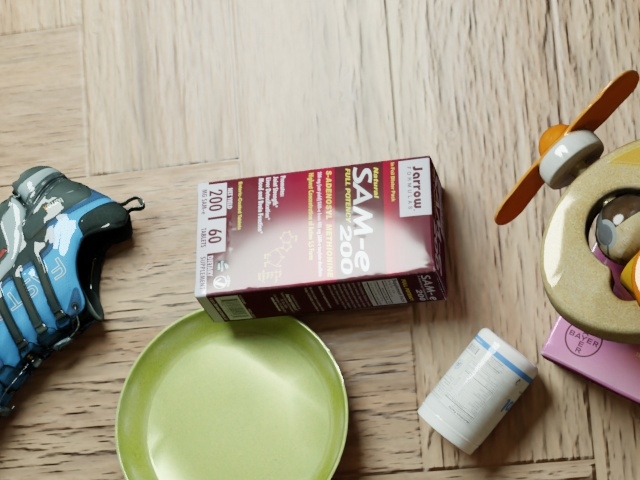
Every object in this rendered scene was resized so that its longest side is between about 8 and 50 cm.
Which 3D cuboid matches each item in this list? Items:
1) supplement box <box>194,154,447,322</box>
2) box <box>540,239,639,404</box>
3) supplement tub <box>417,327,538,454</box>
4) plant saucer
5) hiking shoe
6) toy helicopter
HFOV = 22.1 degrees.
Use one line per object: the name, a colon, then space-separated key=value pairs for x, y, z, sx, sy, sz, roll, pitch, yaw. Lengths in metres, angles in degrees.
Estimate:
supplement box: x=0.000 y=0.000 z=1.615 sx=0.239 sy=0.073 sz=0.130 roll=-7 pitch=63 yaw=11
box: x=0.356 y=0.049 z=1.521 sx=0.213 sy=0.117 sz=0.243 roll=27 pitch=89 yaw=15
supplement tub: x=0.152 y=0.144 z=1.579 sx=0.071 sy=0.071 sz=0.107 roll=39 pitch=93 yaw=15
plant saucer: x=-0.085 y=0.182 z=1.630 sx=0.240 sy=0.037 sz=0.241 roll=-4 pitch=72 yaw=14
hiking shoe: x=-0.293 y=0.078 z=1.666 sx=0.132 sy=0.113 sz=0.304 roll=19 pitch=87 yaw=15
toy helicopter: x=0.304 y=-0.079 z=1.444 sx=0.235 sy=0.140 sz=0.355 roll=24 pitch=78 yaw=24
